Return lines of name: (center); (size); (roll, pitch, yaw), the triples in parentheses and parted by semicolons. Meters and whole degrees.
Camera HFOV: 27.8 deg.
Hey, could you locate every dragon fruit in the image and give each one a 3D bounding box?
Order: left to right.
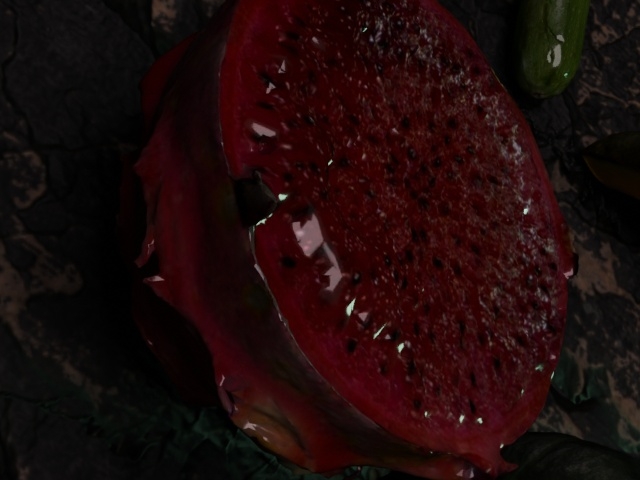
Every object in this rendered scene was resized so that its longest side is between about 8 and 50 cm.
dragon fruit: (0.000, 0.000, 0.930); (0.371, 0.249, 0.386); (-1, 74, -47)

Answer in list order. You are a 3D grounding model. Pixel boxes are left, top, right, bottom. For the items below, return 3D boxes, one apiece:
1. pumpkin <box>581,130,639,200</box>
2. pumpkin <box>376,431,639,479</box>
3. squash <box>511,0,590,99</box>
pumpkin: (0.410, -0.008, 1.207); (0.148, 0.169, 0.312); (-42, 97, -30)
pumpkin: (0.131, 0.276, 0.895); (0.300, 0.300, 0.207); (-45, 129, -32)
squash: (0.227, -0.242, 1.237); (0.069, 0.069, 0.239); (22, 66, -23)
